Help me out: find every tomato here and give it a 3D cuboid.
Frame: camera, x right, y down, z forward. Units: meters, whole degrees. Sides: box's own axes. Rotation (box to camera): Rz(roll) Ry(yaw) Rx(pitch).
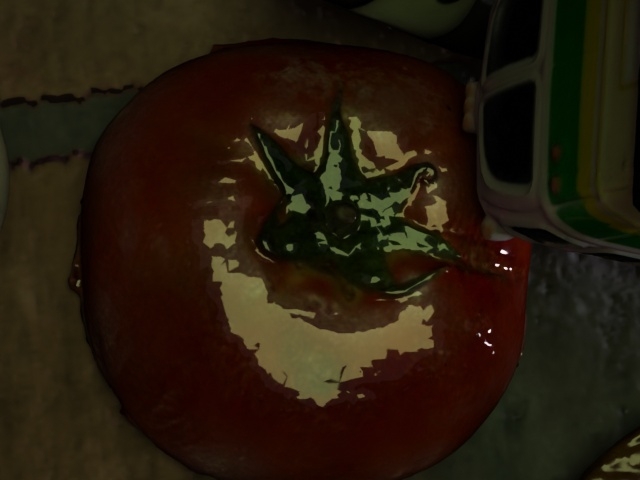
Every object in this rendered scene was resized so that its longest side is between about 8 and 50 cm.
[{"bbox_3d":[-0.001,0.001,0.810,0.225,0.085,0.225,2,78,-8],"label":"tomato"}]

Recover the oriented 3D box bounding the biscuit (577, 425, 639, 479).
[{"bbox_3d":[0.213,0.195,0.839,0.262,0.037,0.262,2,79,-11],"label":"biscuit"}]

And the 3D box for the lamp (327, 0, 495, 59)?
[{"bbox_3d":[0.060,-0.213,0.813,0.198,0.198,0.244,16,94,-8],"label":"lamp"}]

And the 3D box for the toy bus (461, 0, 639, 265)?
[{"bbox_3d":[0.223,-0.044,0.783,0.305,0.179,0.143,10,77,-28],"label":"toy bus"}]

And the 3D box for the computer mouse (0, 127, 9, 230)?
[{"bbox_3d":[-0.252,-0.090,0.757,0.184,0.121,0.297,-24,87,-13],"label":"computer mouse"}]
